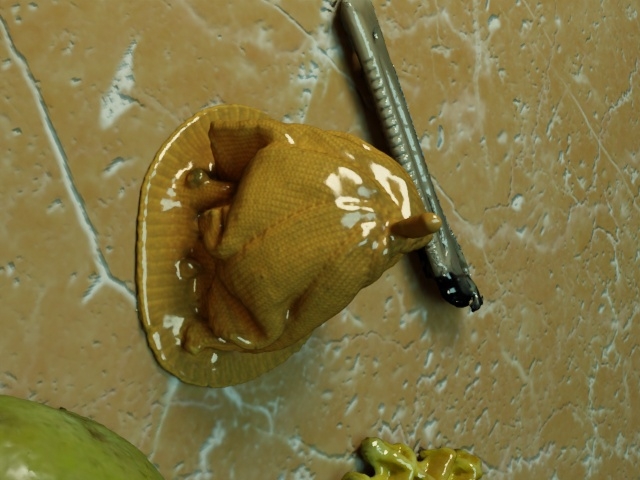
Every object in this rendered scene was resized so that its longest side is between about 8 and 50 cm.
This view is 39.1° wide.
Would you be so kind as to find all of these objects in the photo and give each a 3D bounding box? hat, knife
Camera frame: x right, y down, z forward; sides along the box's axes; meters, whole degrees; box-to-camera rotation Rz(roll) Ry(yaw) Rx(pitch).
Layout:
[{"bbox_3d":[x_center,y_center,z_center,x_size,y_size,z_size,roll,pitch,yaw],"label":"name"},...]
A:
[{"bbox_3d":[0.000,0.000,0.716,0.244,0.233,0.233,-48,117,-34],"label":"hat"},{"bbox_3d":[0.089,-0.086,0.933,0.089,0.043,0.365,-58,128,-68],"label":"knife"}]

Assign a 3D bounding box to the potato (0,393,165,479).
[{"bbox_3d":[-0.194,0.239,0.544,0.330,0.213,0.280,-42,115,-37],"label":"potato"}]

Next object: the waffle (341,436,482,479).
[{"bbox_3d":[0.088,0.343,0.891,0.283,0.065,0.309,-10,95,-41],"label":"waffle"}]
